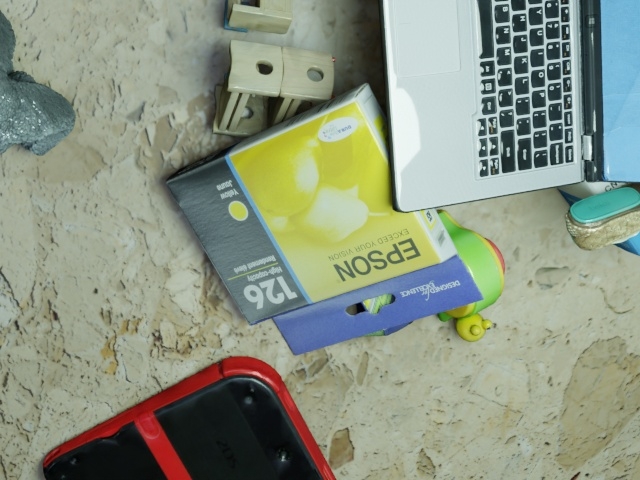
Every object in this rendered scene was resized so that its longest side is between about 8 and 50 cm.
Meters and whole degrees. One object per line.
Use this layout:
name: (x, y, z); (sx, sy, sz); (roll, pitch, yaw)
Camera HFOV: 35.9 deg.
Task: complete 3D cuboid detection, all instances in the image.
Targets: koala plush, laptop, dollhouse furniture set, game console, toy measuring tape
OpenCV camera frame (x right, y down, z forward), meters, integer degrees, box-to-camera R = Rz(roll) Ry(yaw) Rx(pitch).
koala plush: (-0.441, -0.139, 1.155); (0.221, 0.203, 0.196); (-32, 105, 11)
laptop: (0.293, -0.229, 1.039); (0.407, 0.236, 0.382); (-10, 103, -21)
dollhouse furniture set: (-0.058, -0.236, 1.237); (0.128, 0.129, 0.184); (6, 69, -13)
game console: (-0.146, 0.382, 1.376); (0.342, 0.060, 0.387); (-27, 104, 2)
toy measuring tape: (0.169, -0.014, 1.300); (0.121, 0.121, 0.330); (-19, 105, -5)

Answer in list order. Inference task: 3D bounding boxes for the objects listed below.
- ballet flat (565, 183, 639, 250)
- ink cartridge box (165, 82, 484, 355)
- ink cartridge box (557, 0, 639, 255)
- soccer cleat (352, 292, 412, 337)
ballet flat: (0.396, -0.041, 1.204); (0.206, 0.073, 0.067); (-17, 133, -1)
ink cartridge box: (0.000, 0.000, 1.227); (0.303, 0.072, 0.307); (-21, 105, 32)
ink cartridge box: (0.380, -0.226, 1.268); (0.285, 0.166, 0.395); (-40, 105, 2)
soccer cleat: (0.037, -0.001, 1.300); (0.121, 0.093, 0.289); (-22, 104, 2)
